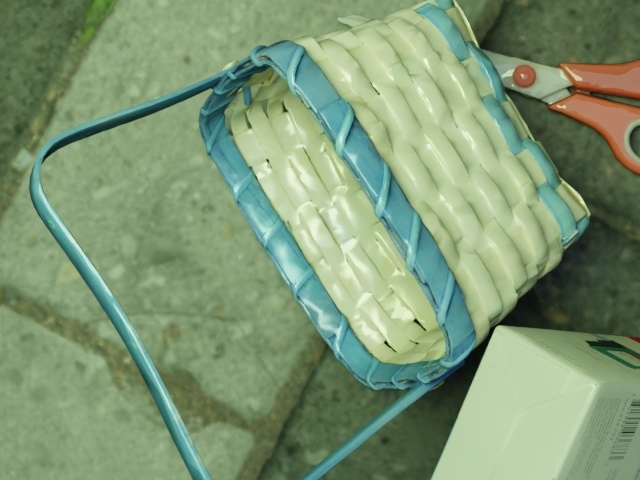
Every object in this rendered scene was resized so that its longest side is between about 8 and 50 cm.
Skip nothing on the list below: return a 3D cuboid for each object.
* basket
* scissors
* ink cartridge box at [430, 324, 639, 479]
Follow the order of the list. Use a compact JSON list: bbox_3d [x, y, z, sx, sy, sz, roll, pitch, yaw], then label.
[{"bbox_3d":[0.000,0.000,0.841,0.289,0.201,0.254,-28,87,-26],"label":"basket"},{"bbox_3d":[0.156,-0.098,0.931,0.297,0.021,0.109,4,93,3],"label":"scissors"},{"bbox_3d":[0.175,0.133,0.859,0.078,0.231,0.134,30,103,38],"label":"ink cartridge box"}]
